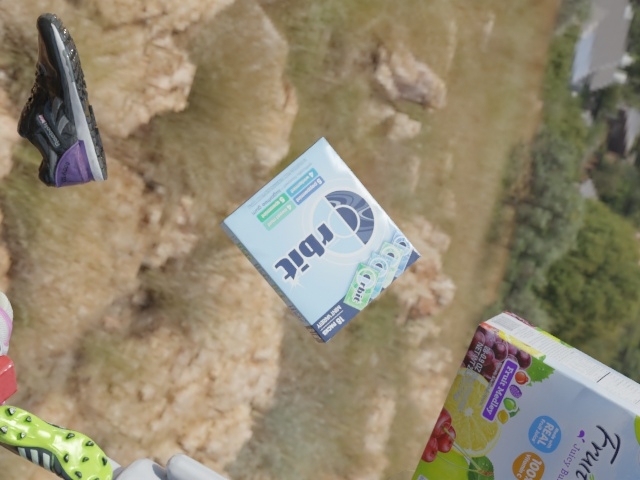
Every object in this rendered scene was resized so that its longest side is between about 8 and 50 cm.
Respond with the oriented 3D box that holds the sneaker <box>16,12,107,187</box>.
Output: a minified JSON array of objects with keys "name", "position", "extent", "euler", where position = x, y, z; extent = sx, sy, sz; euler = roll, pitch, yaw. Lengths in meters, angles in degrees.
[{"name":"sneaker","position":[-0.432,-0.215,1.858],"extent":[0.107,0.124,0.283],"euler":[-109,-172,-70]}]

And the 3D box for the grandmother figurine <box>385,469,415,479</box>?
[{"name":"grandmother figurine","position":[0.116,0.402,1.196],"extent":[0.342,0.207,0.104],"euler":[61,36,-17]}]

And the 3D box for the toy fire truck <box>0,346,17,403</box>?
[{"name":"toy fire truck","position":[-0.318,0.120,0.923],"extent":[0.135,0.192,0.047],"euler":[-42,158,-34]}]

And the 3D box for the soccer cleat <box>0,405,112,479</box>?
[{"name":"soccer cleat","position":[-0.344,0.261,1.473],"extent":[0.179,0.072,0.060],"euler":[35,59,-21]}]

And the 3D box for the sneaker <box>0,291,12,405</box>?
[{"name":"sneaker","position":[-0.339,0.094,1.112],"extent":[0.252,0.103,0.111],"euler":[151,-54,-64]}]

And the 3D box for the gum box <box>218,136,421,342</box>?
[{"name":"gum box","position":[0.000,0.000,1.365],"extent":[0.157,0.184,0.041],"euler":[-42,-175,-14]}]

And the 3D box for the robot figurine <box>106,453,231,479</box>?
[{"name":"robot figurine","position":[-0.224,0.455,1.697],"extent":[0.300,0.353,0.200],"euler":[-59,173,16]}]

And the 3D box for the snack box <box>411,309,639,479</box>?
[{"name":"snack box","position":[0.201,0.186,0.992],"extent":[0.070,0.207,0.174],"euler":[-18,132,-58]}]
